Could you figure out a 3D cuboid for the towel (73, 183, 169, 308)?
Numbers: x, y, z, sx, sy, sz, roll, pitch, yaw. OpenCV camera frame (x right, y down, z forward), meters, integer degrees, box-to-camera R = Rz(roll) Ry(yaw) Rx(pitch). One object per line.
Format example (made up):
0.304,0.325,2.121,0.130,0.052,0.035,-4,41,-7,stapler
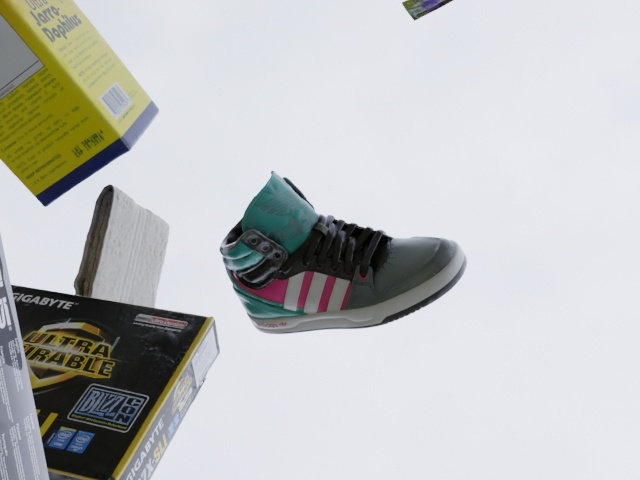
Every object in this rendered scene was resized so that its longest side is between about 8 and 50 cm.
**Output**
-0.356,0.064,1.303,0.049,0.187,0.282,-1,-112,22,towel

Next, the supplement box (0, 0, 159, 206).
-0.465,-0.272,1.173,0.194,0.195,0.356,-29,-66,18,supplement box

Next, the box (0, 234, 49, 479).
-0.316,0.093,0.465,0.242,0.076,0.307,-6,-81,11,box

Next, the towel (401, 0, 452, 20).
0.165,-0.357,1.066,0.083,0.009,0.060,-27,-137,7,towel

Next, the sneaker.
0.000,0.000,0.815,0.295,0.124,0.178,-14,-59,32,sneaker

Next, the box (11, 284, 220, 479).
-0.321,0.179,0.889,0.322,0.257,0.079,7,-50,16,box
